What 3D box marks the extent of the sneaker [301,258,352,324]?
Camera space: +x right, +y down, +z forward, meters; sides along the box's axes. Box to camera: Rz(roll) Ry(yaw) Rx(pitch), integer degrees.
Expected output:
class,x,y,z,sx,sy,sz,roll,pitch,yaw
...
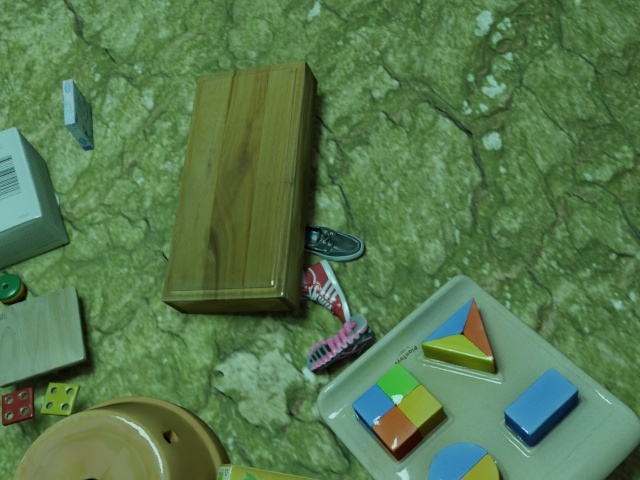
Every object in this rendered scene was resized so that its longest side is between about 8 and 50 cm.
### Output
class,x,y,z,sx,sy,sz,roll,pitch,yaw
sneaker,0.003,0.091,1.110,0.067,0.042,0.119,-21,61,-9

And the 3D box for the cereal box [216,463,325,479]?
class,x,y,z,sx,sy,sz,roll,pitch,yaw
cereal box,-0.070,0.430,0.931,0.172,0.047,0.240,20,66,-26

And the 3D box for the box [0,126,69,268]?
class,x,y,z,sx,sy,sz,roll,pitch,yaw
box,-0.538,-0.058,1.160,0.181,0.119,0.181,-23,69,-5

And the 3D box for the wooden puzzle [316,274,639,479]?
class,x,y,z,sx,sy,sz,roll,pitch,yaw
wooden puzzle,0.210,0.239,0.985,0.322,0.081,0.348,-38,58,-12

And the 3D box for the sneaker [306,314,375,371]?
class,x,y,z,sx,sy,sz,roll,pitch,yaw
sneaker,0.034,0.167,1.077,0.119,0.057,0.047,-37,38,11

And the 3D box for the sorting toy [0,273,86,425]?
class,x,y,z,sx,sy,sz,roll,pitch,yaw
sorting toy,-0.428,0.162,1.096,0.132,0.046,0.275,-18,57,-4

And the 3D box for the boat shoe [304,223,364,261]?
class,x,y,z,sx,sy,sz,roll,pitch,yaw
boat shoe,0.000,0.000,1.148,0.142,0.040,0.049,10,69,8

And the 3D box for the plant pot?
class,x,y,z,sx,sy,sz,roll,pitch,yaw
plant pot,-0.271,0.341,0.939,0.290,0.203,0.291,-1,68,2

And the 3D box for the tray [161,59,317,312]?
class,x,y,z,sx,sy,sz,roll,pitch,yaw
tray,-0.124,-0.092,1.149,0.202,0.076,0.411,-4,68,19

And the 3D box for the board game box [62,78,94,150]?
class,x,y,z,sx,sy,sz,roll,pitch,yaw
board game box,-0.422,-0.218,1.234,0.020,0.090,0.090,-11,67,-1
